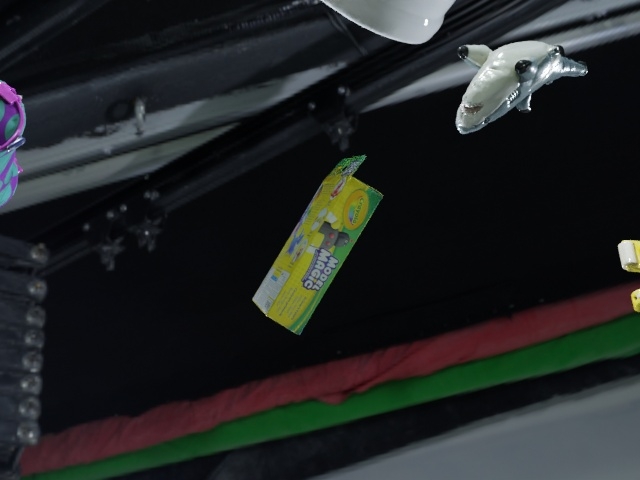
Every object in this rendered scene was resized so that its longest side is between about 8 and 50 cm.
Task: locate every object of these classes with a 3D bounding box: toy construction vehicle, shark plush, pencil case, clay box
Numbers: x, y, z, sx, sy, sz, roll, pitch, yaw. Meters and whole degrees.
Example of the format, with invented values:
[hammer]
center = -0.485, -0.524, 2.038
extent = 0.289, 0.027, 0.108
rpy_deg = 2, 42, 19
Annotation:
[toy construction vehicle]
center = 0.299, 0.025, 0.591
extent = 0.098, 0.085, 0.035
rpy_deg = 6, -33, 3
[shark plush]
center = 0.178, -0.144, 0.653
extent = 0.161, 0.073, 0.067
rpy_deg = -29, -51, -43
[pencil case]
center = -0.269, -0.072, 0.576
extent = 0.070, 0.064, 0.152
rpy_deg = -37, 3, -29
[clay box]
center = 0.000, 0.000, 0.901
extent = 0.053, 0.127, 0.222
rpy_deg = 33, -93, -13

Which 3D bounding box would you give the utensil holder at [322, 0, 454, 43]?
[utensil holder]
center = 0.130, -0.500, 0.910
extent = 0.328, 0.327, 0.385
rpy_deg = 16, -50, -34
